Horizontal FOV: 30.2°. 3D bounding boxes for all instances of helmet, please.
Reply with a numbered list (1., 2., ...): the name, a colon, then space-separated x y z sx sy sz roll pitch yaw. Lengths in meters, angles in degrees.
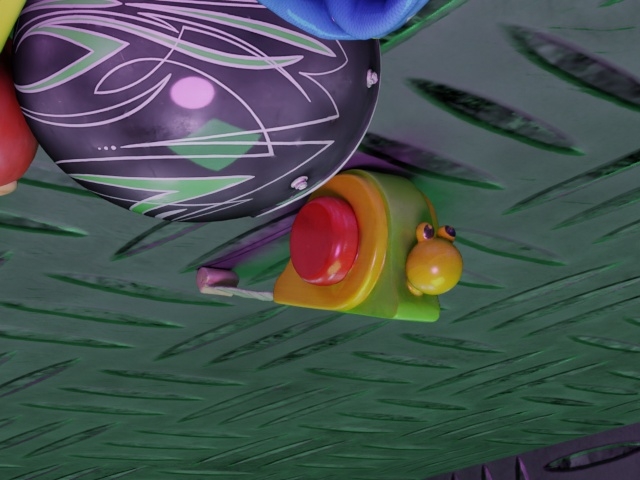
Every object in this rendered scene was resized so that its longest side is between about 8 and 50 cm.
1. helmet: -0.062 -0.085 0.574 0.169 0.169 0.161 -2 177 -18

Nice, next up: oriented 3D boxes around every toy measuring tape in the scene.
1. toy measuring tape: 0.000 0.000 0.973 0.121 0.121 0.330 7 178 -35

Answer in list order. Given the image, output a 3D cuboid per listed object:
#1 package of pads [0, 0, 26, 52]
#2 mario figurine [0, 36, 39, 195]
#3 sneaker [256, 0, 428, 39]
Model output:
1. package of pads: -0.233 -0.130 0.375 0.296 0.101 0.229 9 129 -40
2. mario figurine: -0.283 -0.025 0.646 0.198 0.170 0.320 13 153 -41
3. sneaker: 0.028 -0.133 0.491 0.240 0.126 0.091 -6 160 -41
